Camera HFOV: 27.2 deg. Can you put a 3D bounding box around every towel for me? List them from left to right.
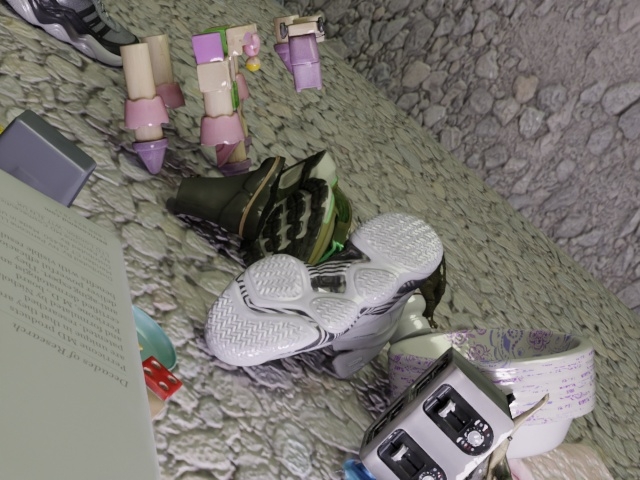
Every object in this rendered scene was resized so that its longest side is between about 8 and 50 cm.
[{"bbox_3d":[0.423,0.428,1.997,0.317,0.053,0.331,51,18,29],"label":"towel"}]

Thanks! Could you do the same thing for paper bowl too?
[{"bbox_3d":[0.235,0.212,1.821,0.284,0.148,0.284,-2,4,0],"label":"paper bowl"}]

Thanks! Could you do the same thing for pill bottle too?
[{"bbox_3d":[0.102,0.078,1.949,0.086,0.086,0.152,11,49,-59],"label":"pill bottle"}]

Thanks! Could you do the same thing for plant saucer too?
[{"bbox_3d":[-0.213,0.108,1.464,0.119,0.021,0.119,37,17,-13],"label":"plant saucer"}]

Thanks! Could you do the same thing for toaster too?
[{"bbox_3d":[0.144,0.226,1.594,0.110,0.168,0.185,46,8,0],"label":"toaster"}]

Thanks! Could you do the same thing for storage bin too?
[{"bbox_3d":[-0.336,-0.084,1.556,0.135,0.091,0.098,38,17,-7],"label":"storage bin"}]

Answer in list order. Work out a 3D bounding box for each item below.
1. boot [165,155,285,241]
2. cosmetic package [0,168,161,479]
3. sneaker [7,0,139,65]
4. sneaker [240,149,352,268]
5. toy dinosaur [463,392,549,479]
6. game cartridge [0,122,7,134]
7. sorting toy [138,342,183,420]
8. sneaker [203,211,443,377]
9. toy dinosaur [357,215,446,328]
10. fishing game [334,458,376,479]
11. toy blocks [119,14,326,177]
[{"bbox_3d":[-0.133,-0.084,1.930,0.137,0.077,0.198,17,29,4],"label":"boot"},{"bbox_3d":[-0.245,0.157,0.923,0.161,0.230,0.453,32,20,-29],"label":"cosmetic package"},{"bbox_3d":[-0.367,-0.390,2.135,0.268,0.153,0.101,25,23,-42],"label":"sneaker"},{"bbox_3d":[0.000,0.000,2.021,0.182,0.158,0.410,54,18,-16],"label":"sneaker"},{"bbox_3d":[0.213,0.298,1.654,0.064,0.268,0.118,21,52,-5],"label":"toy dinosaur"},{"bbox_3d":[-0.400,-0.128,1.654,0.083,0.017,0.056,33,22,-23],"label":"game cartridge"},{"bbox_3d":[-0.229,0.150,1.283,0.132,0.046,0.274,41,17,1],"label":"sorting toy"},{"bbox_3d":[-0.006,0.107,1.737,0.365,0.210,0.137,-25,62,-34],"label":"sneaker"},{"bbox_3d":[0.161,0.055,2.144,0.121,0.160,0.313,10,2,29],"label":"toy dinosaur"},{"bbox_3d":[0.086,0.329,1.537,0.189,0.041,0.264,43,8,2],"label":"fishing game"},{"bbox_3d":[-0.129,-0.195,2.019,0.288,0.308,0.260,-85,167,-78],"label":"toy blocks"}]
